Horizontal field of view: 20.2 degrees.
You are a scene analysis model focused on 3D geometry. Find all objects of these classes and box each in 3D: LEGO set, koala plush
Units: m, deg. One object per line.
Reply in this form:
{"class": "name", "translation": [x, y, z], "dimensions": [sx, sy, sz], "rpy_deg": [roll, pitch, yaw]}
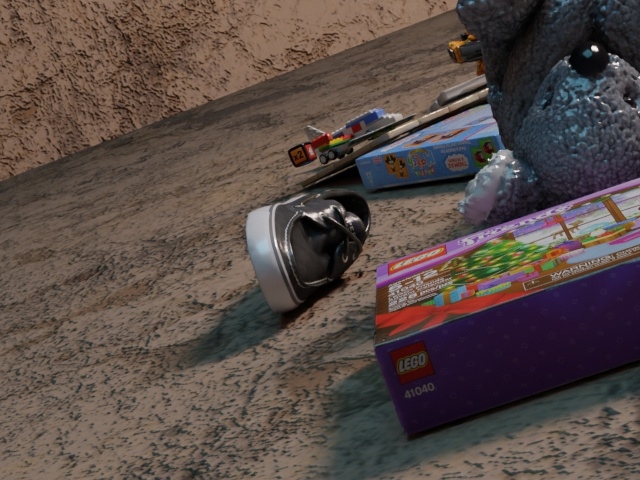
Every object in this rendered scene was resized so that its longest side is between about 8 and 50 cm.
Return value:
{"class": "LEGO set", "translation": [0.074, -0.139, 1.937], "dimensions": [0.244, 0.060, 0.182], "rpy_deg": [-23, -3, -4]}
{"class": "koala plush", "translation": [0.189, -0.076, 1.223], "dimensions": [0.196, 0.203, 0.221], "rpy_deg": [0, 32, 8]}

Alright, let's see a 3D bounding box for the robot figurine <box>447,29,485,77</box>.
{"class": "robot figurine", "translation": [0.294, -0.251, 2.109], "dimensions": [0.291, 0.085, 0.211], "rpy_deg": [-17, 10, 10]}

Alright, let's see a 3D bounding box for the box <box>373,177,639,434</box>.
{"class": "box", "translation": [0.175, 0.013, 1.024], "dimensions": [0.293, 0.057, 0.201], "rpy_deg": [-19, 10, 5]}

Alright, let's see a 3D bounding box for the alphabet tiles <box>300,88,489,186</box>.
{"class": "alphabet tiles", "translation": [0.115, -0.123, 1.876], "dimensions": [0.237, 0.009, 0.198], "rpy_deg": [-24, -1, -29]}

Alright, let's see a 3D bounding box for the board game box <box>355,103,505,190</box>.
{"class": "board game box", "translation": [0.157, -0.099, 1.692], "dimensions": [0.160, 0.039, 0.211], "rpy_deg": [-26, 12, -33]}

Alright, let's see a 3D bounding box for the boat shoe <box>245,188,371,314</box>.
{"class": "boat shoe", "translation": [0.000, 0.000, 1.397], "dimensions": [0.076, 0.080, 0.228], "rpy_deg": [-19, 3, 12]}
